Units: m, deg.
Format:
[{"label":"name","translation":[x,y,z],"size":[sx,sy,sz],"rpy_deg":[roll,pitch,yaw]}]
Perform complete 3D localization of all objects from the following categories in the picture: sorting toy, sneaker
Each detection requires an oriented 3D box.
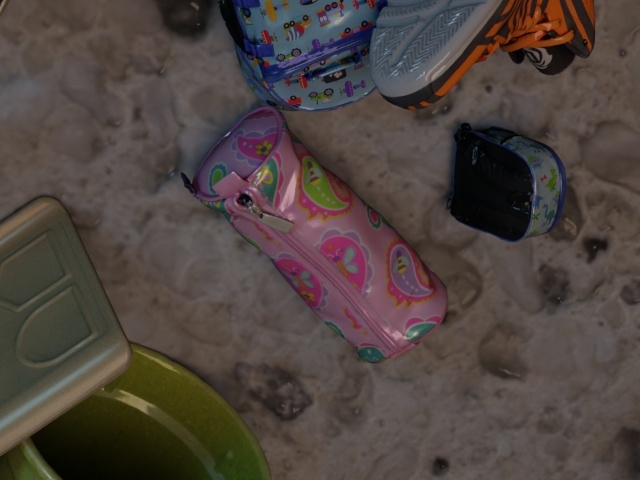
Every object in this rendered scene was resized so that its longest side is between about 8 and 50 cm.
[{"label":"sorting toy","translation":[-0.328,0.116,1.305],"size":[0.307,0.229,0.041],"rpy_deg":[-34,139,0]},{"label":"sneaker","translation":[0.169,-0.196,1.296],"size":[0.321,0.124,0.180],"rpy_deg":[-56,130,-29]}]

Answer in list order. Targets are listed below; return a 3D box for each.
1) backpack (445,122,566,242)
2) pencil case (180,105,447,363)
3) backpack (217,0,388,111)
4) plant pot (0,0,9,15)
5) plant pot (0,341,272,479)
[{"label":"backpack","translation":[0.194,-0.056,1.436],"size":[0.084,0.114,0.105],"rpy_deg":[-11,116,-34]},{"label":"pencil case","translation":[0.000,0.000,1.399],"size":[0.124,0.124,0.284],"rpy_deg":[-42,119,5]},{"label":"backpack","translation":[-0.005,-0.191,1.317],"size":[0.158,0.117,0.173],"rpy_deg":[-18,120,-7]},{"label":"plant pot","translation":[-0.335,-0.248,1.164],"size":[0.167,0.165,0.167],"rpy_deg":[-6,114,-15]},{"label":"plant pot","translation":[-0.227,0.275,1.397],"size":[0.276,0.276,0.254],"rpy_deg":[23,117,-24]}]
